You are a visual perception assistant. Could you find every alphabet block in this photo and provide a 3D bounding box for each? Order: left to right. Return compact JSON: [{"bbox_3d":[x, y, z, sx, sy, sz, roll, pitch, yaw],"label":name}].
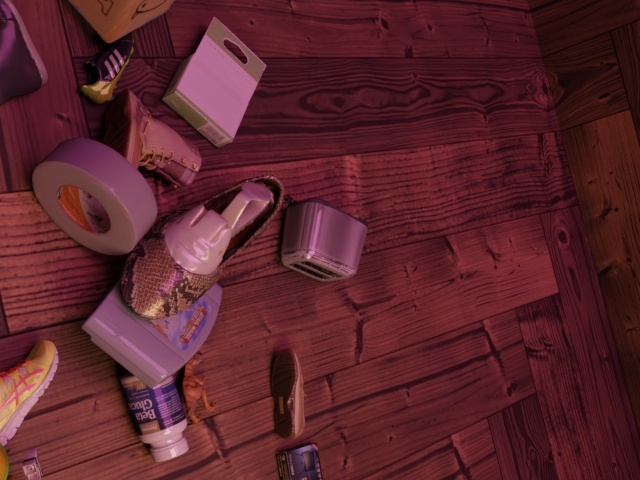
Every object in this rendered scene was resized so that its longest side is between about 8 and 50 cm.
[{"bbox_3d":[-0.378,-0.538,1.765,0.193,0.197,0.192,47,49,-4],"label":"alphabet block"}]

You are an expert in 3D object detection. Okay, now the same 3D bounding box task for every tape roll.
[{"bbox_3d":[-0.401,-0.076,1.629,0.219,0.219,0.072,52,49,-21],"label":"tape roll"}]

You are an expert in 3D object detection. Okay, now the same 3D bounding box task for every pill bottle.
[{"bbox_3d":[-0.303,0.319,1.702,0.094,0.094,0.169,-20,92,-45],"label":"pill bottle"}]

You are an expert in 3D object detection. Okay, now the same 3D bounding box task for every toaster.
[{"bbox_3d":[0.000,0.000,2.059,0.227,0.129,0.146,26,64,-38],"label":"toaster"}]

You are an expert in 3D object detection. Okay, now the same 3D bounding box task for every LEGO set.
[{"bbox_3d":[-0.482,0.434,1.505,0.087,0.093,0.227,-14,119,-12],"label":"LEGO set"}]

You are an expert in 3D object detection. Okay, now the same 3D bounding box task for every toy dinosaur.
[{"bbox_3d":[-0.249,0.304,1.757,0.211,0.064,0.112,-105,170,-60],"label":"toy dinosaur"}]

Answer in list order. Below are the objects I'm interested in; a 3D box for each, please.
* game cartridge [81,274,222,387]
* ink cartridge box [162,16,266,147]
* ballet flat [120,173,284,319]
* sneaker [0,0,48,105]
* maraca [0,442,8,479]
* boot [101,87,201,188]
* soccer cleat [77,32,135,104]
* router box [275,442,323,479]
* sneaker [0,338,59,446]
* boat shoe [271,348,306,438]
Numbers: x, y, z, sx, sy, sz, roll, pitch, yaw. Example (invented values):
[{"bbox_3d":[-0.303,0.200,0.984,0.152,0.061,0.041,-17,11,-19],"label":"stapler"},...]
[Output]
[{"bbox_3d":[-0.298,0.130,1.710,0.198,0.062,0.297,37,35,-8],"label":"game cartridge"},{"bbox_3d":[-0.227,-0.344,1.987,0.171,0.056,0.235,40,51,-30],"label":"ink cartridge box"},{"bbox_3d":[-0.205,-0.023,1.758,0.164,0.182,0.483,47,33,-2],"label":"ballet flat"},{"bbox_3d":[-0.587,-0.353,1.623,0.118,0.083,0.222,-43,110,-41],"label":"sneaker"},{"bbox_3d":[-0.583,0.357,1.424,0.186,0.099,0.127,0,56,-19],"label":"maraca"},{"bbox_3d":[-0.324,-0.159,1.771,0.203,0.095,0.262,39,23,-34],"label":"boot"},{"bbox_3d":[-0.420,-0.352,1.802,0.072,0.060,0.179,32,61,-32],"label":"soccer cleat"},{"bbox_3d":[-0.042,0.499,1.943,0.092,0.038,0.122,-5,83,-44],"label":"router box"},{"bbox_3d":[-0.518,0.243,1.528,0.094,0.081,0.208,43,53,-24],"label":"sneaker"},{"bbox_3d":[-0.062,0.327,1.963,0.072,0.068,0.190,8,83,-55],"label":"boat shoe"}]
